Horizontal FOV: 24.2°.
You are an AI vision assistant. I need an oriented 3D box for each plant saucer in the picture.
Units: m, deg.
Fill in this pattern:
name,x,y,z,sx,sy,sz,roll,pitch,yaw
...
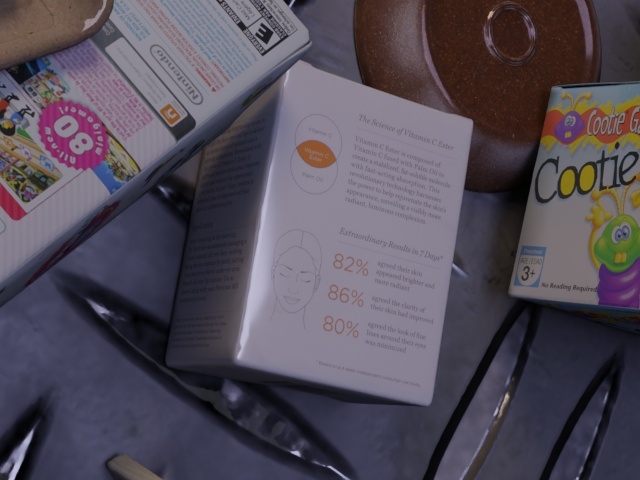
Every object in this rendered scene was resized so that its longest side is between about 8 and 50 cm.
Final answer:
name,x,y,z,sx,sy,sz,roll,pitch,yaw
plant saucer,0.114,-0.131,0.967,0.199,0.036,0.198,3,84,-32

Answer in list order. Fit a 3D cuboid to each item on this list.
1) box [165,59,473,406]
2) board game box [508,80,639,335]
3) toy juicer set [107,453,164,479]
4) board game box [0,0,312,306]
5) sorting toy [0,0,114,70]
name,x,y,z,sx,sy,sz,roll,pitch,yaw
box,0.000,0.000,0.853,0.130,0.091,0.170,16,77,-28
board game box,0.279,0.005,0.969,0.275,0.144,0.142,18,82,-34
toy juicer set,-0.045,0.274,0.730,0.089,0.209,0.329,-9,90,-40
board game box,-0.175,-0.091,0.689,0.224,0.097,0.303,49,46,-3
sorting toy,-0.242,-0.187,0.600,0.229,0.041,0.307,-30,85,-43
